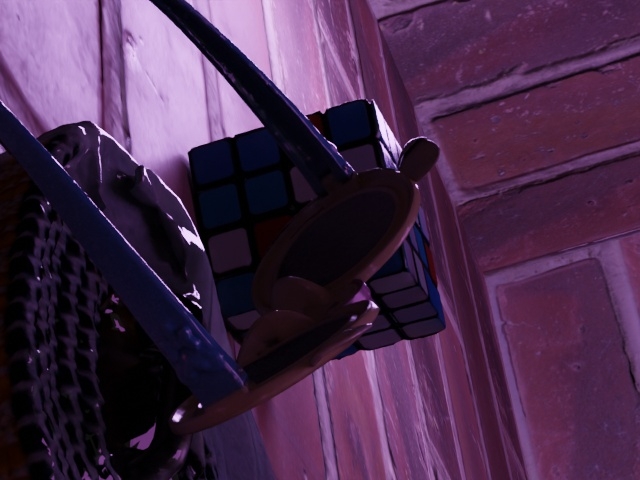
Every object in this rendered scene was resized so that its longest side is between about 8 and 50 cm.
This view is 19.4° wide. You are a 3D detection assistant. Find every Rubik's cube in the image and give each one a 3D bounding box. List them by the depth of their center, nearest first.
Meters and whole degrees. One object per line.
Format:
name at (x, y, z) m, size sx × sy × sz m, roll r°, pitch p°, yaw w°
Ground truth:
Rubik's cube at (0.000, 0.000, 1.473) m, size 0.155 × 0.154 × 0.151 m, roll 52°, pitch 24°, yaw -63°

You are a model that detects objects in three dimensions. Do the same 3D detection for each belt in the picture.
belt at (-0.107, 0.085, 0.728) m, size 0.257 × 0.150 × 0.207 m, roll -89°, pitch 154°, yaw -59°

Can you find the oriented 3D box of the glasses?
glasses at (-0.076, -0.028, 0.686) m, size 0.220 × 0.088 × 0.190 m, roll 33°, pitch 28°, yaw -3°
